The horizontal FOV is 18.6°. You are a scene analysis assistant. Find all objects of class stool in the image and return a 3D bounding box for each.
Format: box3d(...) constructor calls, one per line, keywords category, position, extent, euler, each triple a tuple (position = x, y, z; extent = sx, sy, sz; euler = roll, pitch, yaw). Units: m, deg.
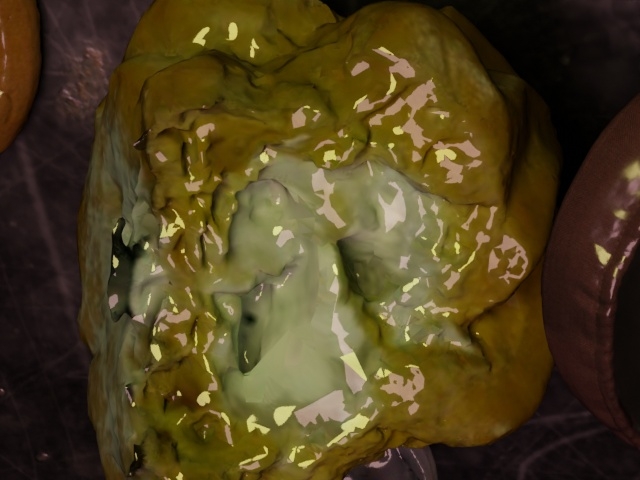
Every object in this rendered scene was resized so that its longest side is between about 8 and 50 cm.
box3d(category="stool", position=(0.267, 0.036, 0.985), extent=(0.272, 0.178, 0.272), euler=(-10, 122, -17))

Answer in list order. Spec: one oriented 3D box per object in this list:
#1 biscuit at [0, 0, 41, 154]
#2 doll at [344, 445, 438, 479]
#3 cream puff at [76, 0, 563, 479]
box3d(category="biscuit", position=(-0.299, -0.144, 1.258), extent=(0.262, 0.037, 0.262), euler=(10, 123, 16))
box3d(category="doll", position=(0.019, 0.116, 1.275), extent=(0.104, 0.062, 0.195), euler=(-18, 105, 29))
box3d(category="cream puff", position=(-0.003, 0.005, 1.113), extent=(0.269, 0.274, 0.323), euler=(2, 107, -19))
